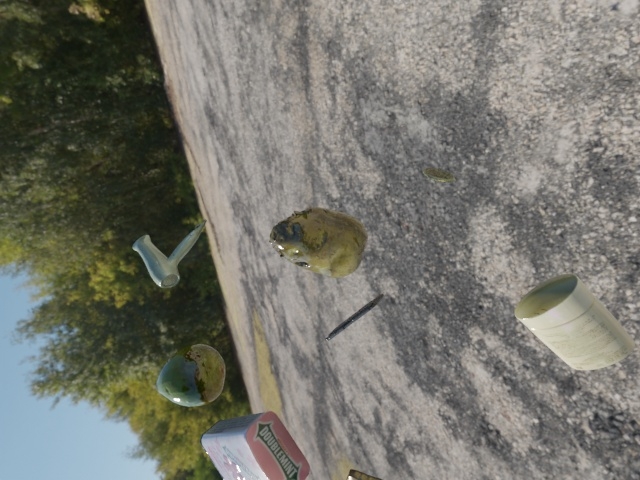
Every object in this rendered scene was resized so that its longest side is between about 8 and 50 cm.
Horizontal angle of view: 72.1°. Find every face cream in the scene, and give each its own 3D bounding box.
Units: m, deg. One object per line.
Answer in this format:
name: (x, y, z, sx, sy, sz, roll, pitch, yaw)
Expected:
face cream: (0.628, 0.212, 1.093, 0.173, 0.348, 0.081, -35, 33, 31)

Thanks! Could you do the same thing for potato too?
potato: (0.000, 0.000, 1.198, 0.192, 0.296, 0.141, -60, 37, 24)

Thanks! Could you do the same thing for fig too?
fig: (-0.446, 0.461, 1.514, 0.207, 0.229, 0.208, -172, 90, -83)

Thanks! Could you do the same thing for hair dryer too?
hair dryer: (-0.449, 0.005, 1.356, 0.206, 0.237, 0.075, 45, 176, 29)

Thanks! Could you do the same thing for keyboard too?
keyboard: (0.116, 0.269, 1.528, 0.016, 0.106, 0.262, 49, 123, 4)

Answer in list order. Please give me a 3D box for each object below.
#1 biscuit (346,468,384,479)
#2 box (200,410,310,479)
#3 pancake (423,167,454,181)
biscuit: (0.177, 0.589, 0.989, 0.172, 0.254, 0.029, 94, -166, -48)
box: (-0.191, 0.568, 1.170, 0.190, 0.112, 0.369, 56, 140, 4)
pancake: (0.380, -0.210, 1.406, 0.108, 0.107, 0.017, 52, 140, 48)
